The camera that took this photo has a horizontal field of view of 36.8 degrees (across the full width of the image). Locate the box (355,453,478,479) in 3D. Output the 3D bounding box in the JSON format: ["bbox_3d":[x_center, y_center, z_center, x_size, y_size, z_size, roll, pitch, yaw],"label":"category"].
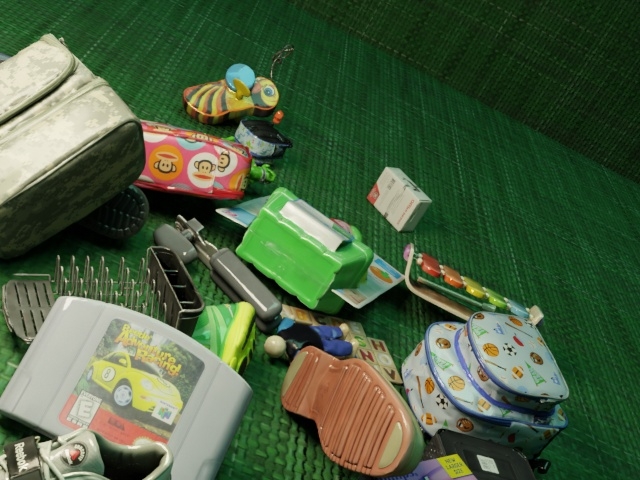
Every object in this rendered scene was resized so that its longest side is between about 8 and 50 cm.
[{"bbox_3d":[0.168,0.435,1.329,0.214,0.117,0.243,2,37,-44],"label":"box"}]

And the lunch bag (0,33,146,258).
[{"bbox_3d":[-0.463,-0.157,1.496,0.305,0.212,0.256,-38,74,-19],"label":"lunch bag"}]

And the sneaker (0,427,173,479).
[{"bbox_3d":[-0.320,0.271,1.092,0.331,0.146,0.122,4,37,-39],"label":"sneaker"}]

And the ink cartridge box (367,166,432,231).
[{"bbox_3d":[0.191,-0.099,2.328,0.056,0.099,0.135,1,39,-47],"label":"ink cartridge box"}]

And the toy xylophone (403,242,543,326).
[{"bbox_3d":[0.302,0.107,2.018,0.323,0.081,0.236,26,8,-6],"label":"toy xylophone"}]

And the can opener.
[{"bbox_3d":[-0.188,0.064,1.706,0.095,0.076,0.283,-33,62,-26],"label":"can opener"}]

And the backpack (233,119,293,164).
[{"bbox_3d":[-0.144,-0.226,2.224,0.105,0.084,0.114,44,24,29],"label":"backpack"}]

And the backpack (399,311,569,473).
[{"bbox_3d":[0.284,0.254,1.693,0.264,0.213,0.276,4,38,-24],"label":"backpack"}]

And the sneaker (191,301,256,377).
[{"bbox_3d":[-0.185,0.194,1.444,0.124,0.109,0.295,4,28,14],"label":"sneaker"}]

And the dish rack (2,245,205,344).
[{"bbox_3d":[-0.326,0.083,1.422,0.272,0.074,0.208,1,25,-25],"label":"dish rack"}]

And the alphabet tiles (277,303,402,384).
[{"bbox_3d":[0.033,0.199,1.737,0.237,0.009,0.198,15,29,-27],"label":"alphabet tiles"}]

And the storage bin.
[{"bbox_3d":[0.252,0.387,1.542,0.180,0.084,0.122,20,28,-22],"label":"storage bin"}]

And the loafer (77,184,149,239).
[{"bbox_3d":[-0.473,-0.112,1.667,0.366,0.133,0.130,33,-4,-11],"label":"loafer"}]

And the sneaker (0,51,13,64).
[{"bbox_3d":[-0.670,-0.351,1.872,0.319,0.112,0.131,19,31,-25],"label":"sneaker"}]

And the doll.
[{"bbox_3d":[-0.017,0.179,1.656,0.189,0.046,0.129,4,40,-43],"label":"doll"}]

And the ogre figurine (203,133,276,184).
[{"bbox_3d":[-0.202,-0.180,2.074,0.197,0.097,0.118,51,19,15],"label":"ogre figurine"}]

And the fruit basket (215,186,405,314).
[{"bbox_3d":[0.000,0.000,1.886,0.327,0.165,0.353,36,23,12],"label":"fruit basket"}]

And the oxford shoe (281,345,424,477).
[{"bbox_3d":[0.073,0.252,1.409,0.147,0.140,0.397,26,1,-21],"label":"oxford shoe"}]

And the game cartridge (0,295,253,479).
[{"bbox_3d":[-0.248,0.200,1.270,0.294,0.060,0.196,27,63,-6],"label":"game cartridge"}]

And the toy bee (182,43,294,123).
[{"bbox_3d":[-0.165,-0.340,2.274,0.162,0.298,0.195,60,4,10],"label":"toy bee"}]

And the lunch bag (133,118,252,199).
[{"bbox_3d":[-0.283,-0.167,1.859,0.293,0.120,0.258,12,10,-11],"label":"lunch bag"}]
